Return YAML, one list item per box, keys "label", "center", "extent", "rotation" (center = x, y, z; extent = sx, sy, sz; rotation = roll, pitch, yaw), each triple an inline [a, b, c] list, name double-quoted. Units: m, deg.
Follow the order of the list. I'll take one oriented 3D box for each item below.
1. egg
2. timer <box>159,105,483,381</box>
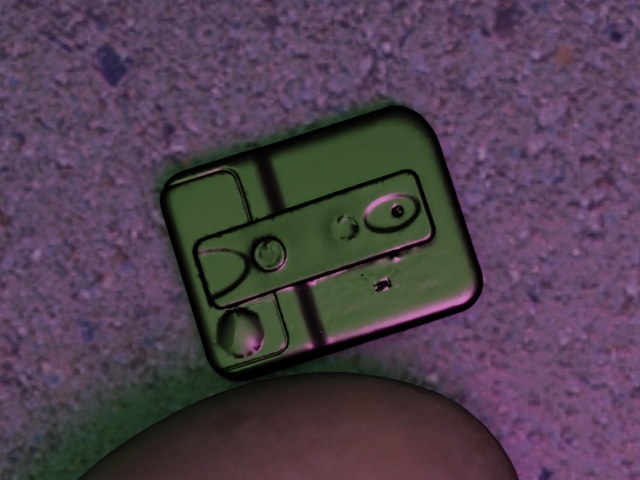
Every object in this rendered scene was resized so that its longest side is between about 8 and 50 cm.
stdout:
- label: "egg"
  center: [-0.039, 0.219, 1.145]
  extent: [0.352, 0.258, 0.258]
  rotation: [-27, 82, -3]
- label: "timer"
  center: [0.000, 0.000, 1.272]
  extent: [0.187, 0.055, 0.144]
  rotation: [-18, 81, 1]
